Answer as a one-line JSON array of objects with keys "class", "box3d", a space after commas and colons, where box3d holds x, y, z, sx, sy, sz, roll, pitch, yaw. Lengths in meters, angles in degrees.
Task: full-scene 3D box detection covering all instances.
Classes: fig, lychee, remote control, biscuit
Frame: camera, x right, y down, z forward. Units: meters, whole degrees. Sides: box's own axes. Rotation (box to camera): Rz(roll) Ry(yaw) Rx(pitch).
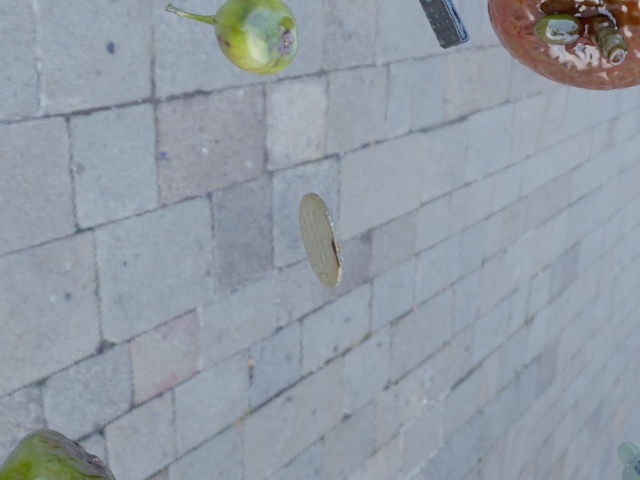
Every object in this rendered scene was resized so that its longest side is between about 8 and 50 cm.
[{"class": "fig", "box3d": [-0.269, 0.261, 0.802, 0.166, 0.144, 0.154, -15, 83, -48]}, {"class": "lychee", "box3d": [0.317, -0.282, 0.962, 0.255, 0.255, 0.300, 60, 42, -48]}, {"class": "fig", "box3d": [-0.094, -0.251, 0.941, 0.093, 0.166, 0.093, -38, 157, -20]}, {"class": "remote control", "box3d": [0.129, -0.368, 1.123, 0.025, 0.063, 0.245, -30, 101, -12]}, {"class": "biscuit", "box3d": [0.000, 0.000, 1.008, 0.015, 0.120, 0.120, -15, 119, -19]}]

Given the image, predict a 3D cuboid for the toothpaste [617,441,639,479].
[{"class": "toothpaste", "box3d": [0.184, 0.145, 0.391, 0.049, 0.204, 0.031, -37, 104, 4]}]
